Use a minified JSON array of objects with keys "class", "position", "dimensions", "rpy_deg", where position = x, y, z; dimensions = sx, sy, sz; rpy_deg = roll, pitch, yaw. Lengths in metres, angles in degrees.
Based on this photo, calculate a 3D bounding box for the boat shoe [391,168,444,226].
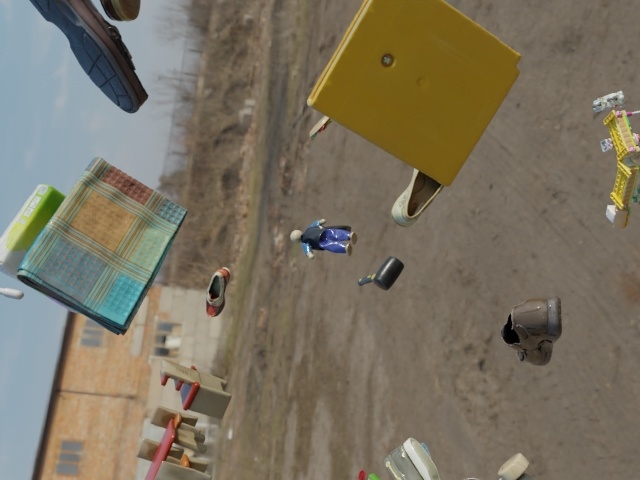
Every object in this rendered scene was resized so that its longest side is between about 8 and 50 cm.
[{"class":"boat shoe","position":[0.301,-0.163,2.031],"dimensions":[0.285,0.105,0.089],"rpy_deg":[-61,8,-13]}]

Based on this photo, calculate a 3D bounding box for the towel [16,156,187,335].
[{"class":"towel","position":[-0.492,0.002,1.699],"dimensions":[0.040,0.272,0.370],"rpy_deg":[-38,25,51]}]

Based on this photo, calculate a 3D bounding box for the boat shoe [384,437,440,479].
[{"class":"boat shoe","position":[0.243,0.585,1.597],"dimensions":[0.091,0.109,0.305],"rpy_deg":[-38,57,12]}]

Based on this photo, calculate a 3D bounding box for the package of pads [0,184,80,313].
[{"class":"package of pads","position":[-0.630,0.034,1.807],"dimensions":[0.101,0.296,0.229],"rpy_deg":[11,66,48]}]

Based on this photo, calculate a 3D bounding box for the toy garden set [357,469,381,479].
[{"class":"toy garden set","position":[0.099,0.783,2.108],"dimensions":[0.204,0.049,0.244],"rpy_deg":[26,97,64]}]

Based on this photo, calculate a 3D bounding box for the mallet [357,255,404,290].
[{"class":"mallet","position":[0.115,0.066,1.457],"dimensions":[0.062,0.039,0.190],"rpy_deg":[-52,6,-9]}]

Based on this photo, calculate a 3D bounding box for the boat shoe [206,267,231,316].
[{"class":"boat shoe","position":[-0.249,0.128,1.739],"dimensions":[0.043,0.049,0.137],"rpy_deg":[-42,-25,-61]}]

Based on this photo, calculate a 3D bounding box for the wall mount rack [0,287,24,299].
[{"class":"wall mount rack","position":[-0.754,0.175,1.420],"dimensions":[0.130,0.304,0.349],"rpy_deg":[39,-122,-51]}]

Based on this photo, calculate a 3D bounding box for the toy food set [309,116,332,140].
[{"class":"toy food set","position":[0.001,-0.297,1.911],"dimensions":[0.083,0.020,0.082],"rpy_deg":[-50,11,-11]}]

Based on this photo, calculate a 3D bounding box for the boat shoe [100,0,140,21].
[{"class":"boat shoe","position":[-0.428,-0.531,1.337],"dimensions":[0.123,0.123,0.341],"rpy_deg":[38,-151,-75]}]

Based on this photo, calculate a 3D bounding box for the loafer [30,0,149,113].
[{"class":"loafer","position":[-0.383,-0.361,1.241],"dimensions":[0.095,0.302,0.109],"rpy_deg":[-47,19,-29]}]

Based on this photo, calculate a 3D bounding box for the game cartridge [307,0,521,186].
[{"class":"game cartridge","position":[0.180,-0.295,1.357],"dimensions":[0.285,0.324,0.052],"rpy_deg":[-59,21,9]}]

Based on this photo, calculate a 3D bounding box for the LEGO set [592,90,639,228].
[{"class":"LEGO set","position":[0.651,-0.168,1.510],"dimensions":[0.132,0.107,0.286],"rpy_deg":[-146,45,-82]}]

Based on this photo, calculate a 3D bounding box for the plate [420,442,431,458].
[{"class":"plate","position":[0.315,0.716,2.240],"dimensions":[0.188,0.024,0.188],"rpy_deg":[176,90,-83]}]

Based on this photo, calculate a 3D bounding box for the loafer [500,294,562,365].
[{"class":"loafer","position":[0.516,0.218,1.835],"dimensions":[0.366,0.130,0.133],"rpy_deg":[71,-157,-63]}]

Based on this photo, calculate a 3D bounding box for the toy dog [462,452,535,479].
[{"class":"toy dog","position":[0.477,0.691,1.930],"dimensions":[0.220,0.161,0.333],"rpy_deg":[43,153,31]}]

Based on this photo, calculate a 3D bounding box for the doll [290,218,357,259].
[{"class":"doll","position":[0.000,0.000,2.004],"dimensions":[0.129,0.189,0.046],"rpy_deg":[-67,-30,-24]}]

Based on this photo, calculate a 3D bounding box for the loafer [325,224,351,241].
[{"class":"loafer","position":[0.034,-0.011,2.177],"dimensions":[0.062,0.170,0.061],"rpy_deg":[-3,96,40]}]

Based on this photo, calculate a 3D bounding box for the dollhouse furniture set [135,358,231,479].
[{"class":"dollhouse furniture set","position":[-0.278,0.364,1.353],"dimensions":[0.259,0.135,0.262],"rpy_deg":[-66,17,4]}]
